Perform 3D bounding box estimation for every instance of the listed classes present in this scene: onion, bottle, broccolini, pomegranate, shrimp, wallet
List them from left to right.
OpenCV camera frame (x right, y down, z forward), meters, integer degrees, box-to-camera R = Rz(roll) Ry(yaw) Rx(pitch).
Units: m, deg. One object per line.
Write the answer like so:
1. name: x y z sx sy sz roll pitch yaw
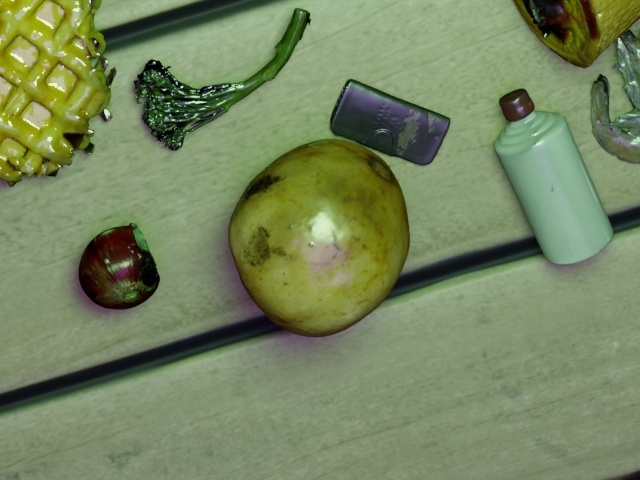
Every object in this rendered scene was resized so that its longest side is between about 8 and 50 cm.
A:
1. onion: -0.275 0.039 1.733 0.118 0.119 0.117 -20 126 4
2. broccolini: -0.134 -0.232 1.663 0.271 0.062 0.123 -36 124 15
3. pomegranate: 0.000 0.000 1.659 0.260 0.260 0.261 -1 111 -3
4. wallet: 0.093 -0.158 1.731 0.156 0.018 0.082 21 108 -12
5. bottle: 0.306 -0.092 1.725 0.104 0.104 0.245 -25 111 6
6. shrimp: 0.415 -0.198 1.726 0.126 0.047 0.223 -24 112 16

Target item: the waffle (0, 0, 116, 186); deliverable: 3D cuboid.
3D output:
1. waffle: -0.456 -0.245 1.621 0.381 0.095 0.380 -5 112 -5

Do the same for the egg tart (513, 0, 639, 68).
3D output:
1. egg tart: 0.325 -0.336 1.592 0.170 0.215 0.215 -32 111 -8
